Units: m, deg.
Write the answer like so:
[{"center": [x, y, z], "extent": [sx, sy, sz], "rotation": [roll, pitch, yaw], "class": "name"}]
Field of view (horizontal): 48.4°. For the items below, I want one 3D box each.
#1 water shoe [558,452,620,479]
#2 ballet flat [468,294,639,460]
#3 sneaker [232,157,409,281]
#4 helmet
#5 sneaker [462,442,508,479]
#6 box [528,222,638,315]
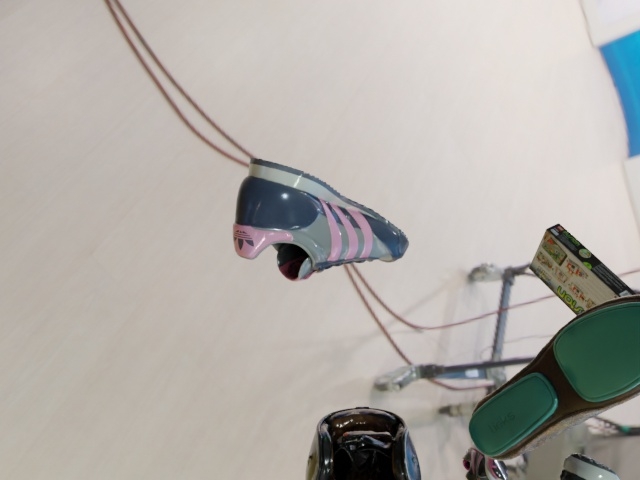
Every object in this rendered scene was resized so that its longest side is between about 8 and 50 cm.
[{"center": [0.322, 0.316, 0.822], "extent": [0.203, 0.073, 0.080], "rotation": [42, 75, -32], "class": "water shoe"}, {"center": [0.304, 0.158, 0.832], "extent": [0.106, 0.316, 0.107], "rotation": [3, 55, -39], "class": "ballet flat"}, {"center": [0.000, 0.000, 0.961], "extent": [0.319, 0.112, 0.131], "rotation": [24, 83, -45], "class": "sneaker"}, {"center": [0.056, 0.319, 0.939], "extent": [0.169, 0.169, 0.161], "rotation": [-11, 103, -51], "class": "helmet"}, {"center": [0.304, 0.402, 1.353], "extent": [0.072, 0.077, 0.178], "rotation": [58, 19, -3], "class": "sneaker"}, {"center": [0.476, 0.077, 1.297], "extent": [0.036, 0.114, 0.207], "rotation": [-22, 53, -24], "class": "box"}]
